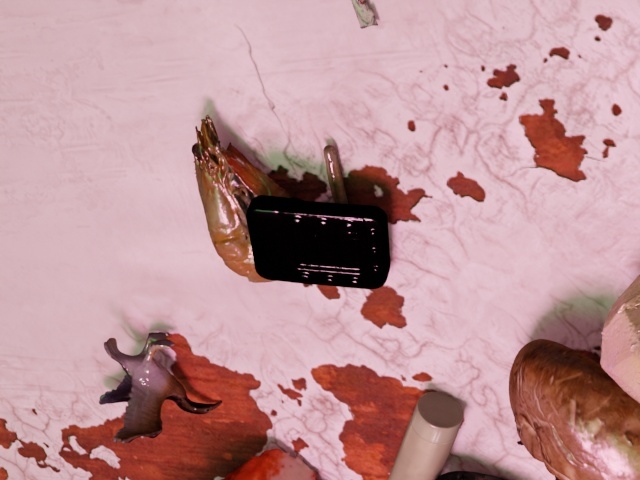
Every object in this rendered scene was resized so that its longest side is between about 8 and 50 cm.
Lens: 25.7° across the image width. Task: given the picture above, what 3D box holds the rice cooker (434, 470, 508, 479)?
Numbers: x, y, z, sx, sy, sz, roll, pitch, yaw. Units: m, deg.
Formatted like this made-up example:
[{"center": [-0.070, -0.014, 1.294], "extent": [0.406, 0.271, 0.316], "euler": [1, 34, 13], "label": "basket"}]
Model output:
[{"center": [0.231, 0.396, 2.022], "extent": [0.165, 0.112, 0.106], "euler": [8, 119, 6], "label": "rice cooker"}]

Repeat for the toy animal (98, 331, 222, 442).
[{"center": [-0.253, 0.229, 2.208], "extent": [0.197, 0.272, 0.160], "euler": [-4, 108, -8], "label": "toy animal"}]

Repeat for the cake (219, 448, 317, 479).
[{"center": [-0.083, 0.539, 2.229], "extent": [0.319, 0.270, 0.269], "euler": [44, 134, -2], "label": "cake"}]

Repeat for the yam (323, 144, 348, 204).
[{"center": [0.021, -0.075, 1.870], "extent": [0.021, 0.021, 0.116], "euler": [7, 127, 28], "label": "yam"}]

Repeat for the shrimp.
[{"center": [-0.106, -0.055, 1.942], "extent": [0.145, 0.061, 0.267], "euler": [-10, 114, 27], "label": "shrimp"}]

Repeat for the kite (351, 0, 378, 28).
[{"center": [0.002, -0.414, 1.634], "extent": [0.406, 0.014, 0.368], "euler": [-3, 120, 34], "label": "kite"}]

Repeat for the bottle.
[{"center": [0.150, 0.310, 2.043], "extent": [0.072, 0.072, 0.201], "euler": [27, 134, 13], "label": "bottle"}]

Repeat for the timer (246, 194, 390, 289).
[{"center": [0.000, 0.000, 1.888], "extent": [0.187, 0.055, 0.144], "euler": [5, 137, 11], "label": "timer"}]

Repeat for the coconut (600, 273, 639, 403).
[{"center": [0.421, 0.118, 1.653], "extent": [0.194, 0.194, 0.194], "euler": [17, 130, 21], "label": "coconut"}]

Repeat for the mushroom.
[{"center": [0.328, 0.202, 1.756], "extent": [0.286, 0.156, 0.151], "euler": [31, 150, 51], "label": "mushroom"}]
